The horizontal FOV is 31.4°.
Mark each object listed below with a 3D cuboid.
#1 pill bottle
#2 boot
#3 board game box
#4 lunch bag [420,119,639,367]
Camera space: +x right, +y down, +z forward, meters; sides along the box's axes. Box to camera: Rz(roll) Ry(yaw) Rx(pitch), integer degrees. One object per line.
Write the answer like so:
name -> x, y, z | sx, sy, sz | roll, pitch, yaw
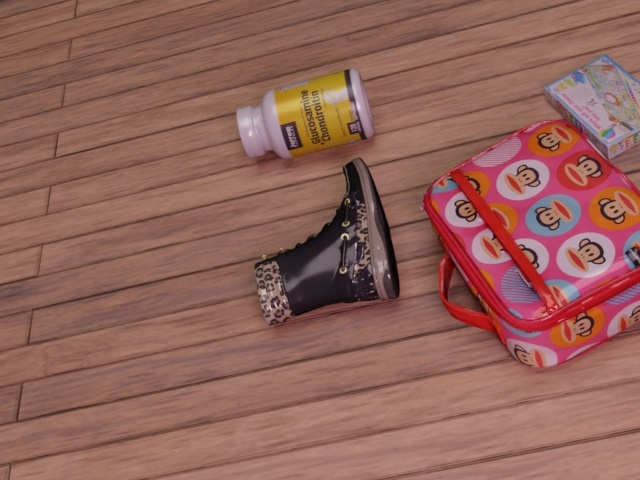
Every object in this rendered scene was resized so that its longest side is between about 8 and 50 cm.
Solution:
pill bottle -> -0.022, -0.175, 1.628 | 0.184, 0.103, 0.103 | -14, 46, 8
boot -> 0.000, 0.000, 1.476 | 0.178, 0.085, 0.236 | -17, 46, 8
board game box -> 0.388, -0.183, 1.540 | 0.103, 0.026, 0.154 | -28, 46, -6
lunch bag -> 0.256, 0.007, 1.361 | 0.258, 0.120, 0.293 | -29, 44, -1
